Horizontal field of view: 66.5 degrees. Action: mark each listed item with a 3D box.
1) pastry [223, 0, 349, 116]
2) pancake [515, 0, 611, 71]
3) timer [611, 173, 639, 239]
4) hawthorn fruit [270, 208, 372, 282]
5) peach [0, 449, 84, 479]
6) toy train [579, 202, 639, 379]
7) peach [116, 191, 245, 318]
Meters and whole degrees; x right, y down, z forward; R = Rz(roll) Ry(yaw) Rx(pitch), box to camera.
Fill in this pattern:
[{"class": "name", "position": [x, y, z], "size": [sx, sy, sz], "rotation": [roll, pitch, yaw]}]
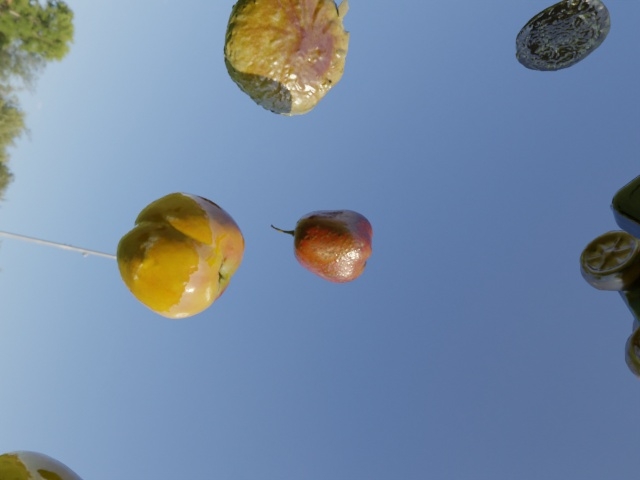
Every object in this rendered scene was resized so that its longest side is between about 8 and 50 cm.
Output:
[{"class": "pastry", "position": [-0.076, -0.462, 1.194], "size": [0.136, 0.330, 0.329], "rotation": [28, -82, 64]}, {"class": "pancake", "position": [0.301, -0.253, 0.610], "size": [0.115, 0.115, 0.011], "rotation": [-30, -132, 38]}, {"class": "timer", "position": [0.339, -0.050, 0.357], "size": [0.187, 0.055, 0.144], "rotation": [-38, -141, 2]}, {"class": "hawthorn fruit", "position": [0.000, 0.000, 0.979], "size": [0.162, 0.204, 0.162], "rotation": [-167, -90, -83]}, {"class": "peach", "position": [-0.252, 0.251, 0.372], "size": [0.103, 0.180, 0.179], "rotation": [97, -11, -65]}, {"class": "toy train", "position": [0.428, 0.072, 0.480], "size": [0.232, 0.163, 0.369], "rotation": [-36, -158, 27]}, {"class": "peach", "position": [-0.158, 0.017, 0.547], "size": [0.138, 0.138, 0.138], "rotation": [-19, -117, 43]}]
